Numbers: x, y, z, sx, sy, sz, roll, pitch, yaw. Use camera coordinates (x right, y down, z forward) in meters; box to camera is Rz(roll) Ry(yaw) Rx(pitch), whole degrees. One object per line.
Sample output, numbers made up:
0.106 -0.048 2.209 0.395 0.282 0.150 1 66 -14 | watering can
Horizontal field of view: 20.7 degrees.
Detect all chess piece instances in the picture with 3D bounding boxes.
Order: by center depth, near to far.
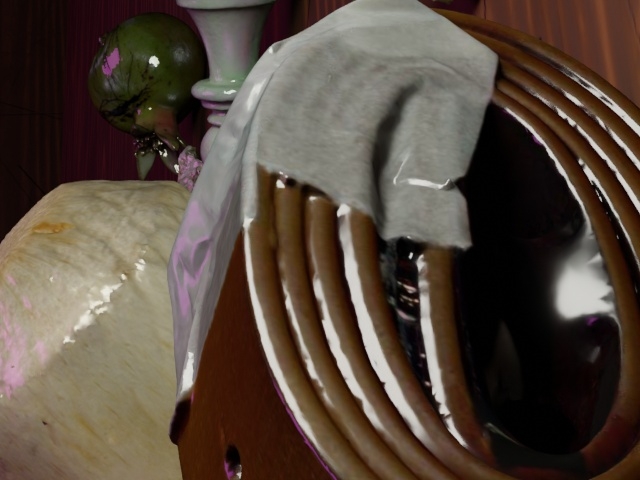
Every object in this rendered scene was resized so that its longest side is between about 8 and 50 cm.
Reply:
-0.076 -0.153 1.570 0.139 0.139 0.272 -132 37 -72 | chess piece

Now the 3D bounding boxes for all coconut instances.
-0.136 0.122 1.357 0.329 0.328 0.329 -175 90 -77 | coconut

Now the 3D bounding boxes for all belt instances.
0.051 0.041 0.686 0.339 0.217 0.122 -97 19 -49 | belt

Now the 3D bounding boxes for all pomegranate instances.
-0.200 -0.167 2.045 0.152 0.131 0.191 126 140 -60 | pomegranate

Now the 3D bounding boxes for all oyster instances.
-0.143 -0.050 1.945 0.100 0.037 0.098 -135 51 -73 | oyster

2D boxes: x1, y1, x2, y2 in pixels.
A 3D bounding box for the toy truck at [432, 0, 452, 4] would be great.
0.053 -0.236 1.012 0.085 0.116 0.191 -97 18 -47 | toy truck
